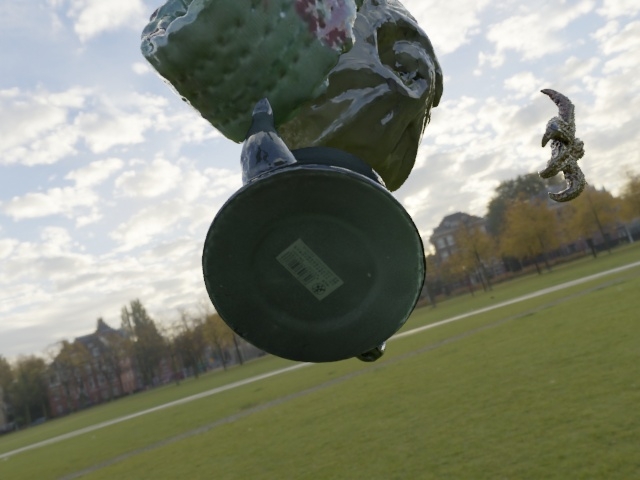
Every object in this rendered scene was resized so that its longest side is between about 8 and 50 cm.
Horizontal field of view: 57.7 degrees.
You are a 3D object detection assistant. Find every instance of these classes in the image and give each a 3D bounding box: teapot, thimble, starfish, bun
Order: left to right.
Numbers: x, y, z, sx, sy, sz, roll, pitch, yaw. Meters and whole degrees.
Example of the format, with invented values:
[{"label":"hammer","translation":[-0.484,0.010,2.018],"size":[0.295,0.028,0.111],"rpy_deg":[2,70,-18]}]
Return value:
[{"label":"thimble","translation":[-0.068,-0.219,0.595],"size":[0.211,0.185,0.149],"rpy_deg":[-44,-58,7]},{"label":"teapot","translation":[0.000,0.000,0.486],"size":[0.162,0.239,0.149],"rpy_deg":[-24,24,12]},{"label":"bun","translation":[0.043,-0.235,0.861],"size":[0.359,0.360,0.211],"rpy_deg":[-10,2,-36]},{"label":"starfish","translation":[0.440,-0.179,1.056],"size":[0.071,0.216,0.238],"rpy_deg":[-5,2,29]}]
